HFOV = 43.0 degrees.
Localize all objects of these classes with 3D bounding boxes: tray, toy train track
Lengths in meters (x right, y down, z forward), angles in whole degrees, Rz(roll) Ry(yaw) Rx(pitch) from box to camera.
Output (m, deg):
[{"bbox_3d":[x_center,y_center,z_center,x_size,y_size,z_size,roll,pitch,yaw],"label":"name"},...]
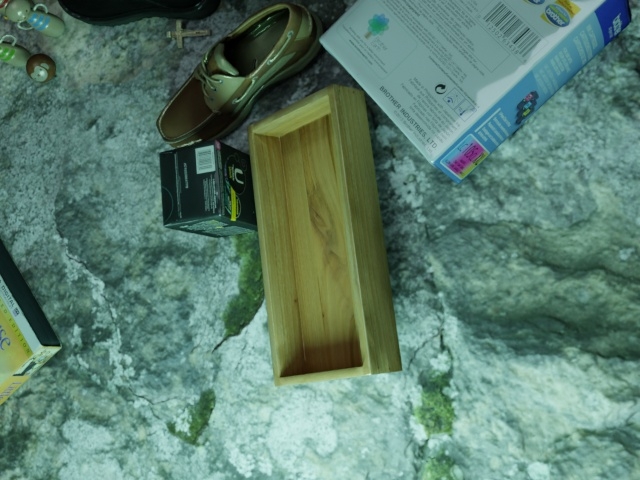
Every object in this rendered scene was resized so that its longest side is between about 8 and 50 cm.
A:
[{"bbox_3d":[0.000,0.000,1.208,0.202,0.076,0.411,-17,75,45],"label":"tray"},{"bbox_3d":[-0.231,-0.360,1.413,0.083,0.014,0.048,1,102,16],"label":"toy train track"}]

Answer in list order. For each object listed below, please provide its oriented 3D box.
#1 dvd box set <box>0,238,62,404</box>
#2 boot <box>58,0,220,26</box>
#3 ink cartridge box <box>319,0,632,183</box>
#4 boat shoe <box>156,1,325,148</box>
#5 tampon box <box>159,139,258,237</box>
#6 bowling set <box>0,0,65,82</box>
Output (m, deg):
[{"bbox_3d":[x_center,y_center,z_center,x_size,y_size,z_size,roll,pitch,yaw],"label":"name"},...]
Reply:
[{"bbox_3d":[-0.704,0.208,1.520,0.420,0.062,0.308,-41,70,13],"label":"dvd box set"},{"bbox_3d":[-0.360,-0.467,1.352,0.347,0.260,0.131,3,85,23],"label":"boot"},{"bbox_3d":[0.238,-0.316,1.141,0.395,0.151,0.270,-44,69,14],"label":"ink cartridge box"},{"bbox_3d":[-0.146,-0.276,1.314,0.324,0.120,0.123,-38,71,14],"label":"boat shoe"},{"bbox_3d":[-0.164,-0.076,1.274,0.101,0.161,0.121,-9,81,21],"label":"tampon box"},{"bbox_3d":[-0.563,-0.398,1.487,0.287,0.154,0.200,-41,70,14],"label":"bowling set"}]
